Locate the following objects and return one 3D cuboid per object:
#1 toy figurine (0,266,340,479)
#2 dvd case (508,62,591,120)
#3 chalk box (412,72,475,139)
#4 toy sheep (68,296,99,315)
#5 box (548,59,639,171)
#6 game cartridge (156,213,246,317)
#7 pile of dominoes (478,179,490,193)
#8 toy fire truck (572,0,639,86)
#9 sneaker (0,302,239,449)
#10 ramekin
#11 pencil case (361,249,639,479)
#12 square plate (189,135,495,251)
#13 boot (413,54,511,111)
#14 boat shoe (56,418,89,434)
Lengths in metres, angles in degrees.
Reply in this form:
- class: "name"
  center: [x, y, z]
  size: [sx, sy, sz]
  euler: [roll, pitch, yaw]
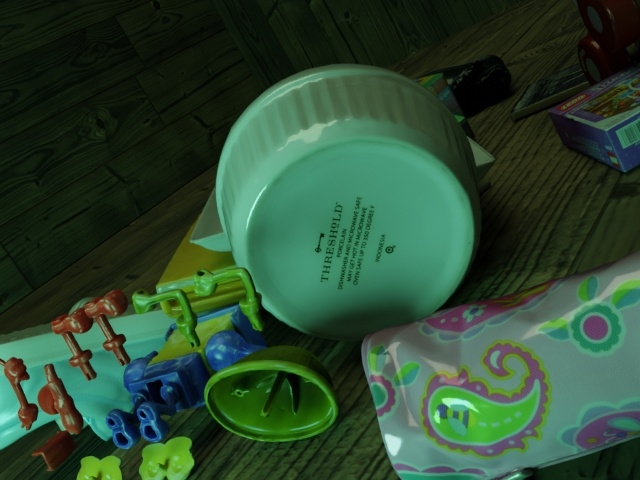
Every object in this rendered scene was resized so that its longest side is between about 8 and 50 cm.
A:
- class: "toy figurine"
  center: [-0.125, 0.101, 0.760]
  size: [0.362, 0.191, 0.217]
  euler: [-21, 12, 29]
- class: "dvd case"
  center: [0.434, -0.272, 1.233]
  size: [0.221, 0.018, 0.164]
  euler: [-21, 16, 35]
- class: "chalk box"
  center: [0.164, -0.198, 1.286]
  size: [0.132, 0.132, 0.213]
  euler: [-35, 15, -17]
- class: "toy sheep"
  center: [-0.418, 0.146, 1.369]
  size: [0.132, 0.091, 0.091]
  euler: [-19, 18, 38]
- class: "box"
  center: [0.437, -0.189, 0.862]
  size: [0.293, 0.057, 0.201]
  euler: [-29, 15, 7]
- class: "game cartridge"
  center: [-0.048, -0.010, 0.988]
  size: [0.285, 0.053, 0.324]
  euler: [-14, 16, 5]
- class: "pile of dominoes"
  center: [0.089, -0.012, 1.008]
  size: [0.251, 0.040, 0.196]
  euler: [-33, 21, -33]
- class: "toy fire truck"
  center: [0.405, -0.359, 1.003]
  size: [0.169, 0.254, 0.302]
  euler: [-29, -27, 7]
- class: "sneaker"
  center: [-0.246, 0.162, 0.924]
  size: [0.365, 0.150, 0.135]
  euler: [-11, 5, -24]
- class: "ramekin"
  center: [0.032, -0.024, 0.722]
  size: [0.272, 0.273, 0.127]
  euler: [-28, 27, 10]
- class: "pencil case"
  center: [0.162, 0.068, 0.426]
  size: [0.284, 0.124, 0.124]
  euler: [-25, 15, 25]
- class: "square plate"
  center: [0.022, -0.076, 0.960]
  size: [0.347, 0.049, 0.344]
  euler: [-15, 18, 3]
- class: "boot"
  center: [0.270, -0.309, 1.529]
  size: [0.246, 0.094, 0.207]
  euler: [-19, 13, 19]
- class: "boat shoe"
  center: [-0.384, 0.198, 1.088]
  size: [0.118, 0.103, 0.320]
  euler: [-36, 15, -22]
